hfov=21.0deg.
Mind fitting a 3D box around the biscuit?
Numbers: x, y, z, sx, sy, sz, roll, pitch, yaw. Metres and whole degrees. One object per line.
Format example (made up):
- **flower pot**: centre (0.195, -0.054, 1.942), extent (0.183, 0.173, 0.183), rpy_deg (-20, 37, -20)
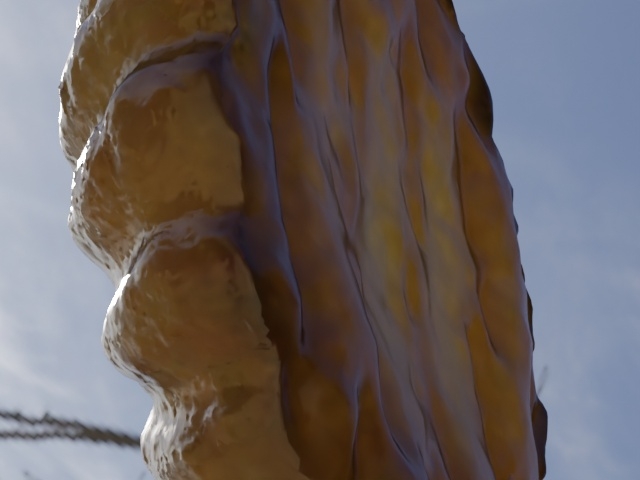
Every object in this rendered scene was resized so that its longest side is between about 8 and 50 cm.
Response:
- **biscuit**: centre (0.000, 0.000, 0.668), extent (0.107, 0.325, 0.325), rpy_deg (-13, -58, 23)
